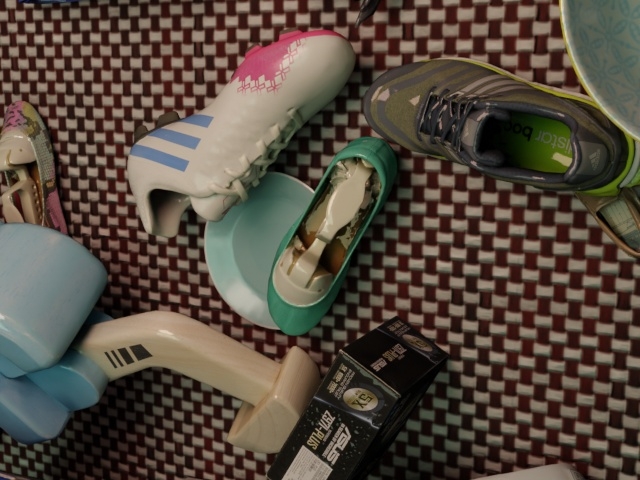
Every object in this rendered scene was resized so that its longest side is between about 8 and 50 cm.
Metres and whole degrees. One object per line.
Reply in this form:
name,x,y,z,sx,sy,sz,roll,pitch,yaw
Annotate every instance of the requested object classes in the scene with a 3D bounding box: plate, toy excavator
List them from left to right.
toy excavator,-0.281,0.119,1.039,0.445,0.222,0.433,-19,122,36
plate,-0.053,0.011,1.043,0.188,0.024,0.188,5,101,27

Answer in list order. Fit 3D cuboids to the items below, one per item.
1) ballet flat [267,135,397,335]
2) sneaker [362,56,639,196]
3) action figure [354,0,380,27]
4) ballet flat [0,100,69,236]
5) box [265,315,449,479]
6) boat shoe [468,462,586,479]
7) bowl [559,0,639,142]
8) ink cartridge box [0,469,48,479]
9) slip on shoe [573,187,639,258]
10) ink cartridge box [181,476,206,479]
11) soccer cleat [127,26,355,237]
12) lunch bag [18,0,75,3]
ballet flat,0.000,0.000,0.950,0.083,0.087,0.247,30,105,9
sneaker,0.155,-0.114,0.843,0.300,0.121,0.111,17,106,38
action figure,-0.010,-0.318,0.896,0.276,0.141,0.164,26,109,24
ballet flat,-0.387,-0.074,1.167,0.077,0.079,0.221,-9,95,28
box,0.042,0.188,0.958,0.077,0.147,0.180,36,113,17
boat shoe,0.119,0.324,0.905,0.335,0.121,0.119,-21,50,13
bowl,0.354,-0.203,0.719,0.289,0.156,0.289,5,101,26
ink cartridge box,-0.363,0.310,1.067,0.176,0.371,0.069,10,69,13
slip on shoe,0.275,-0.040,0.855,0.051,0.041,0.135,-34,83,28
ink cartridge box,-0.100,0.469,1.093,0.223,0.129,0.307,1,100,28
soccer cleat,-0.085,-0.104,0.977,0.331,0.116,0.143,-26,65,36
lunch bag,-0.277,-0.395,1.023,0.293,0.138,0.221,8,100,49
